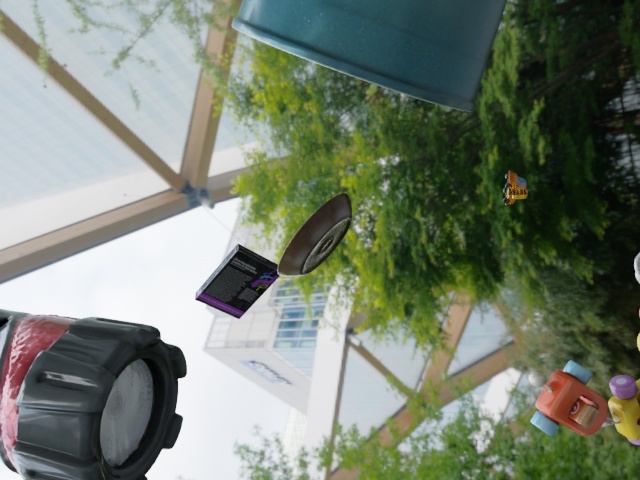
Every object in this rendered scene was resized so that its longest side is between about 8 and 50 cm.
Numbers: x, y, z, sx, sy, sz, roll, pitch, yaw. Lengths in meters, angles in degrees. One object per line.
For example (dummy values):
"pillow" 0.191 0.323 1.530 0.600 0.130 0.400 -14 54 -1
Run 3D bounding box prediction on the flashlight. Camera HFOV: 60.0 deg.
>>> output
"flashlight" -0.242 0.087 0.356 0.103 0.304 0.103 -10 -77 -74

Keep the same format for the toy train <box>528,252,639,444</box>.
"toy train" 0.241 0.095 0.417 0.125 0.046 0.166 37 -92 -19

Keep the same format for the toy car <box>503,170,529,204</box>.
"toy car" 0.330 -0.074 0.928 0.122 0.041 0.060 -61 -28 -61

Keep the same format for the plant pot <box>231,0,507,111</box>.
"plant pot" 0.075 -0.299 0.556 0.272 0.272 0.255 -19 -48 -58

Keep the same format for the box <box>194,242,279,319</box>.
"box" -0.174 0.090 1.178 0.116 0.162 0.029 31 -153 -29

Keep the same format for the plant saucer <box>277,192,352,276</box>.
"plant saucer" 0.000 0.000 1.038 0.198 0.036 0.198 -46 -15 -17
